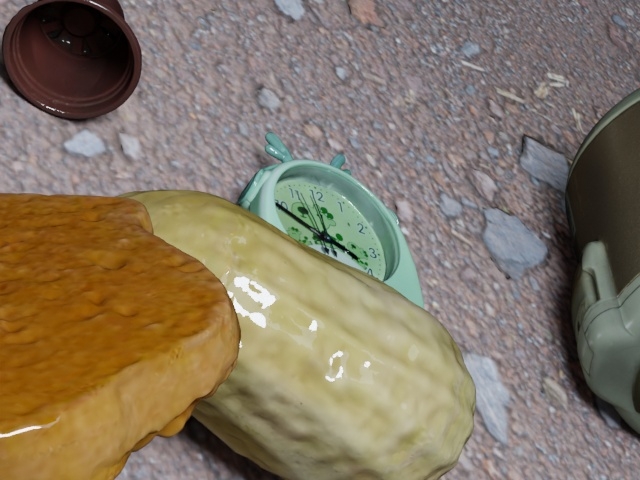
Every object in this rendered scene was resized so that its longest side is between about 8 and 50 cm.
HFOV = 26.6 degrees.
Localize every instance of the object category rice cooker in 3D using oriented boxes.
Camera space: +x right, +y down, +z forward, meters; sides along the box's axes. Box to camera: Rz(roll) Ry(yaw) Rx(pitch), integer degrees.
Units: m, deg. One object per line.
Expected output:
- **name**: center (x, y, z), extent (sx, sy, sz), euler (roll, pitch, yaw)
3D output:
- **rice cooker**: center (0.398, 0.026, 1.263), extent (0.335, 0.335, 0.325), euler (22, 43, -25)

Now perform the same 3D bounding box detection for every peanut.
- **peanut**: center (-0.043, 0.065, 0.942), extent (0.340, 0.158, 0.174), euler (34, -1, -18)

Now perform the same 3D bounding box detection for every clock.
- **clock**: center (0.000, 0.000, 1.137), extent (0.159, 0.066, 0.211), euler (18, 44, -29)

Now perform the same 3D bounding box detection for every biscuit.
- **biscuit**: center (-0.244, 0.067, 0.681), extent (0.350, 0.078, 0.455), euler (15, 27, 28)

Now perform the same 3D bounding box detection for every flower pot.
- **flower pot**: center (-0.197, -0.167, 1.100), extent (0.111, 0.111, 0.089), euler (27, 30, -20)
